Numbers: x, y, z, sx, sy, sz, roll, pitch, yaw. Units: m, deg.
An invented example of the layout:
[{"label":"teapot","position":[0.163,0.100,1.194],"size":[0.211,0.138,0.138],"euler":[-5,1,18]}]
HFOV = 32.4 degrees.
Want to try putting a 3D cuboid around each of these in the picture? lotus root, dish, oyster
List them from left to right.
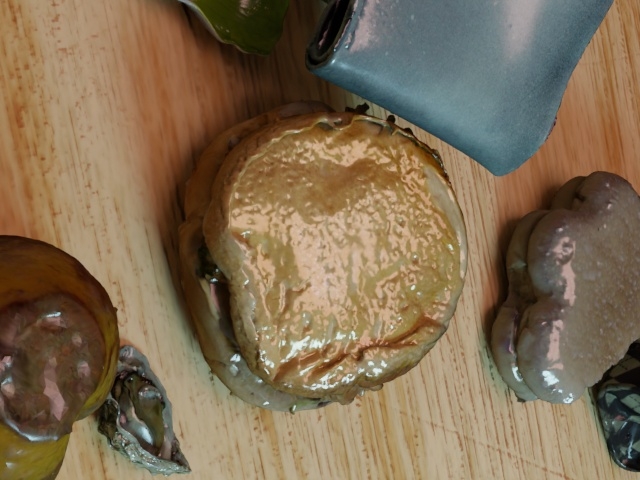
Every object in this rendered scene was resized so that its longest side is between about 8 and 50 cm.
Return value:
[{"label":"lotus root","position":[-0.196,0.083,0.675],"size":[0.199,0.180,0.188],"euler":[2,81,-44]},{"label":"oyster","position":[-0.140,0.130,0.832],"size":[0.098,0.037,0.100],"euler":[19,50,-61]},{"label":"dish","position":[-0.089,-0.206,0.906],"size":[0.137,0.039,0.091],"euler":[17,79,-42]}]

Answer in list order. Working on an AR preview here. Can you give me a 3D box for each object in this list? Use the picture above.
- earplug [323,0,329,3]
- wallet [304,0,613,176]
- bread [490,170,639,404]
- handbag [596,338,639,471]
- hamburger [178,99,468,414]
[{"label":"earplug","position":[0.106,-0.251,1.019],"size":[0.325,0.175,0.214],"euler":[29,28,-43]},{"label":"wallet","position":[0.136,-0.218,0.887],"size":[0.251,0.054,0.290],"euler":[21,95,-39]},{"label":"bread","position":[0.294,0.031,1.223],"size":[0.337,0.102,0.183],"euler":[-35,106,-39]},{"label":"handbag","position":[0.556,0.110,1.321],"size":[0.416,0.317,0.180],"euler":[-48,125,-36]},{"label":"hamburger","position":[0.000,0.000,0.903],"size":[0.243,0.146,0.286],"euler":[32,71,-31]}]
